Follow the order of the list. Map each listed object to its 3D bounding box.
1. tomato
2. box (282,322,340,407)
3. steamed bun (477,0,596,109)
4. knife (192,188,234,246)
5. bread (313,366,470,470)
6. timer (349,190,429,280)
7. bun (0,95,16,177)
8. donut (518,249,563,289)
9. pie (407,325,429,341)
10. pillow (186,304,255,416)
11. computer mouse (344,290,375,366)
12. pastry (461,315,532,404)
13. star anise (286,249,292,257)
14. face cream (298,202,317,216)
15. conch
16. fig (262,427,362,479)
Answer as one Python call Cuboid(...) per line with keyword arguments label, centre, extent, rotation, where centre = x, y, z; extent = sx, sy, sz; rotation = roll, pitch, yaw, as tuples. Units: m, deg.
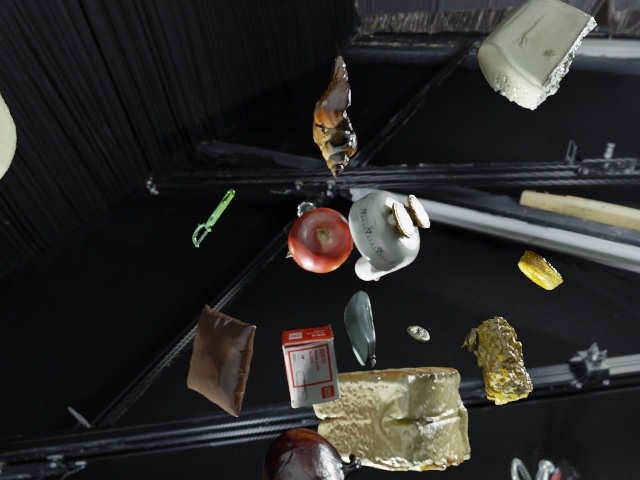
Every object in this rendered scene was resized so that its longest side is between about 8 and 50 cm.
Cuboid(label="tomato", centre=(0.000, 0.000, 1.306), extent=(0.195, 0.136, 0.195), rotation=(3, -102, -14))
Cuboid(label="box", centre=(-0.024, 0.322, 1.155), extent=(0.133, 0.182, 0.099), rotation=(-7, -167, -5))
Cuboid(label="steamed bun", centre=(0.491, -0.429, 1.027), extent=(0.225, 0.170, 0.200), rotation=(-44, -104, -1))
Cuboid(label="knife", centre=(-0.318, -0.073, 1.322), extent=(0.212, 0.015, 0.054), rotation=(-50, -123, 19))
Cuboid(label="bread", centre=(0.220, 0.541, 1.404), extent=(0.390, 0.371, 0.279), rotation=(-13, -110, 37))
Cuboid(label="timer", centre=(0.167, -0.016, 1.279), extent=(0.240, 0.233, 0.233), rotation=(-29, -153, 35))
Cuboid(label="bun", centre=(-0.505, -0.180, 0.456), extent=(0.361, 0.361, 0.213), rotation=(8, -102, 21))
Cuboid(label="donut", centre=(0.735, 0.103, 1.508), extent=(0.058, 0.152, 0.152), rotation=(-48, -135, 3))
Cuboid(label="pie", centre=(0.342, 0.322, 1.557), extent=(0.084, 0.021, 0.084), rotation=(15, -159, -6))
Cuboid(label="pillow", centre=(-0.344, 0.405, 1.554), extent=(0.305, 0.308, 0.108), rotation=(8, 176, 43))
Cuboid(label="computer mouse", centre=(0.100, 0.234, 1.193), extent=(0.068, 0.113, 0.229), rotation=(-1, -135, -3))
Cuboid(label="pastry", centre=(0.517, 0.345, 1.316), extent=(0.102, 0.154, 0.250), rotation=(7, -119, -32))
Cuboid(label="star anise", centre=(-0.079, 0.033, 2.057), extent=(0.182, 0.065, 0.195), rotation=(-30, 169, 25))
Cuboid(label="face cream", centre=(-0.002, -0.052, 1.613), extent=(0.073, 0.073, 0.283), rotation=(-25, -135, -18))
Cuboid(label="conch", centre=(0.022, -0.229, 0.828), extent=(0.080, 0.233, 0.086), rotation=(-8, -178, -6))
Cuboid(label="fig", centre=(-0.031, 0.564, 1.055), extent=(0.214, 0.235, 0.235), rotation=(-28, -151, 33))
